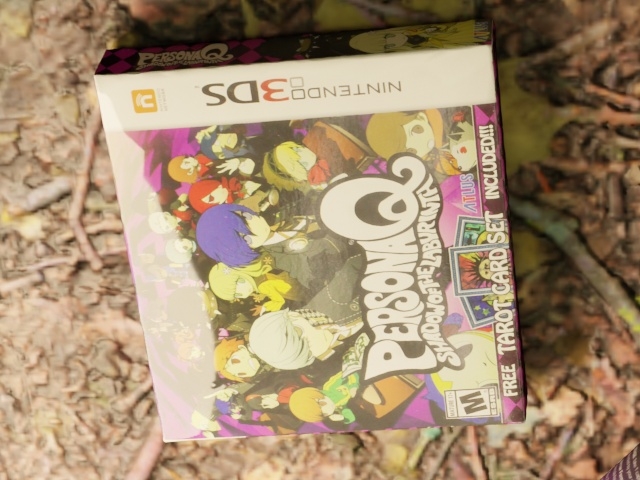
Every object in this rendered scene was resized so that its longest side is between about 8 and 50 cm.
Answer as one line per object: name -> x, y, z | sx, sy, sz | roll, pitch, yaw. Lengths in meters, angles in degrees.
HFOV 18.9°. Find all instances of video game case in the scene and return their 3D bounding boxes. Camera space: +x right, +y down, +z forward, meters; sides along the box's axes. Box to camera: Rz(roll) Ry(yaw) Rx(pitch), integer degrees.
video game case -> 0.000, 0.000, 1.043 | 0.210, 0.042, 0.232 | -3, 117, 8

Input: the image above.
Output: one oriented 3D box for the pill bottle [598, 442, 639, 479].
pill bottle -> 0.198, 0.169, 1.076 | 0.108, 0.108, 0.193 | 36, 115, -13
